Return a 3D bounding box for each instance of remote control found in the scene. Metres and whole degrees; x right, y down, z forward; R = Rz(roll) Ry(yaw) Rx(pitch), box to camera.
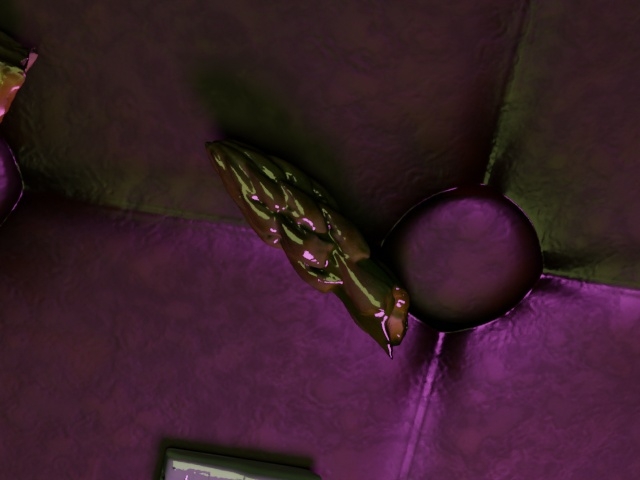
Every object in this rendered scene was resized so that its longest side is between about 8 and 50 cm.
[{"bbox_3d":[-0.082,0.252,1.505,0.162,0.029,0.061,10,112,-8],"label":"remote control"}]

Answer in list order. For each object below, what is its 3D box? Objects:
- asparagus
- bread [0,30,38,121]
[{"bbox_3d":[0.000,0.000,1.369,0.080,0.080,0.287,-42,111,14],"label":"asparagus"},{"bbox_3d":[-0.395,-0.110,1.267,0.239,0.111,0.246,23,109,-18],"label":"bread"}]
